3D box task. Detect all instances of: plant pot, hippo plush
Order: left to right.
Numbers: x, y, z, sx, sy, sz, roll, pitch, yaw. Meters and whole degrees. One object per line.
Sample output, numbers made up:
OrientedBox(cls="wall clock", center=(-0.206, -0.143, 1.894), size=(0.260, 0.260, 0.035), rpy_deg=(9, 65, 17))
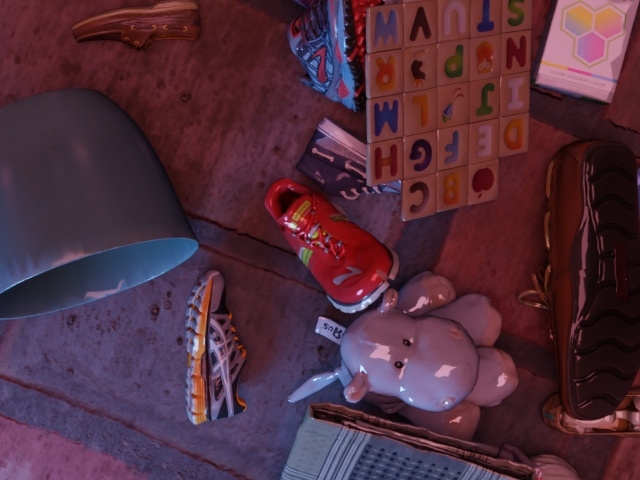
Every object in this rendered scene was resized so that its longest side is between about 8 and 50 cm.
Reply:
OrientedBox(cls="plant pot", center=(-0.333, -0.056, 1.755), size=(0.293, 0.293, 0.235), rpy_deg=(-20, 80, 1))
OrientedBox(cls="hippo plush", center=(0.115, 0.128, 1.764), size=(0.294, 0.236, 0.234), rpy_deg=(18, 75, 13))

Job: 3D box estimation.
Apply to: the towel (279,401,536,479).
OrientedBox(cls="towel", center=(0.104, 0.325, 1.798), size=(0.312, 0.324, 0.056), rpy_deg=(18, 54, -2))

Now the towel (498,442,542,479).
OrientedBox(cls="towel", center=(0.261, 0.388, 1.856), size=(0.029, 0.144, 0.197), rpy_deg=(7, 93, -11))

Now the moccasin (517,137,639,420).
OrientedBox(cls="moccasin", center=(0.356, 0.053, 1.841), size=(0.139, 0.147, 0.380), rpy_deg=(-6, 91, -21))

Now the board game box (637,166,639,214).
OrientedBox(cls="board game box", center=(0.499, -0.046, 1.882), size=(0.168, 0.033, 0.133), rpy_deg=(19, 89, -7))

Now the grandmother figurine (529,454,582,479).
OrientedBox(cls="grandmother figurine", center=(0.317, 0.463, 1.842), size=(0.104, 0.208, 0.343), rpy_deg=(5, 72, -14))

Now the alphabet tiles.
OrientedBox(cls="alphabet tiles", center=(0.172, -0.205, 1.771), size=(0.285, 0.011, 0.343), rpy_deg=(-13, 111, -35))

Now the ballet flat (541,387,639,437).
OrientedBox(cls="ballet flat", center=(0.414, 0.246, 1.885), size=(0.206, 0.067, 0.073), rpy_deg=(-4, 95, 0))

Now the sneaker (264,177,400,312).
OrientedBox(cls="sneaker", center=(0.000, 0.000, 1.755), size=(0.107, 0.279, 0.118), rpy_deg=(-50, 125, 1))

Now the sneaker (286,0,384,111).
OrientedBox(cls="sneaker", center=(0.008, -0.261, 1.753), size=(0.125, 0.262, 0.104), rpy_deg=(20, 63, 13))

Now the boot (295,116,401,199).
OrientedBox(cls="boot", center=(0.063, -0.086, 1.862), size=(0.190, 0.069, 0.086), rpy_deg=(33, 101, 5))

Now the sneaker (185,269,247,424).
OrientedBox(cls="sneaker", center=(-0.142, 0.146, 1.872), size=(0.083, 0.084, 0.215), rpy_deg=(0, 98, -14))

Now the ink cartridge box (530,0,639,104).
OrientedBox(cls="ink cartridge box", center=(0.367, -0.300, 1.843), size=(0.109, 0.062, 0.209), rpy_deg=(15, 94, -1))

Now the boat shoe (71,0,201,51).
OrientedBox(cls="boat shoe", center=(-0.249, -0.287, 1.837), size=(0.178, 0.064, 0.060), rpy_deg=(-10, 93, -2))

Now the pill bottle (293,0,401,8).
OrientedBox(cls="pill bottle", center=(0.050, -0.339, 1.814), size=(0.193, 0.108, 0.108), rpy_deg=(26, 94, -2))
